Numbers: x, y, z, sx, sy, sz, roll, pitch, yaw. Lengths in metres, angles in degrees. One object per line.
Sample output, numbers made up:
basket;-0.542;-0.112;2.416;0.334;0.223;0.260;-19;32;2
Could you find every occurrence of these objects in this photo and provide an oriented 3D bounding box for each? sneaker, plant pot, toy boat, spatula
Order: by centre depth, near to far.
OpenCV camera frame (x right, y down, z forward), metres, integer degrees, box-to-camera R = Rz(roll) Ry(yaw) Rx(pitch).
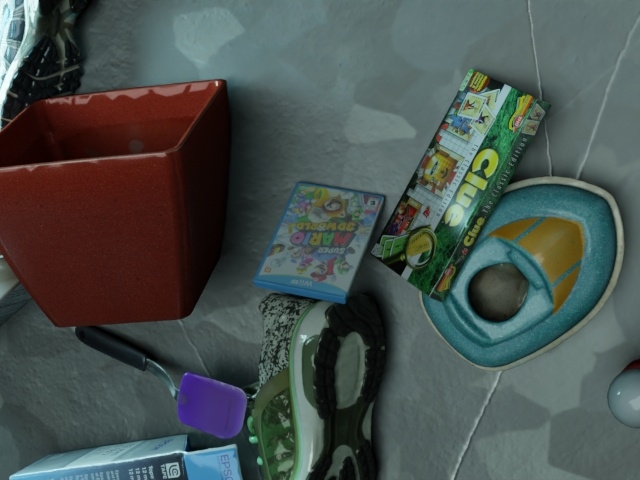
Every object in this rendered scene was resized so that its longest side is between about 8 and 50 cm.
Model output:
toy boat;0.282;0.081;1.416;0.318;0.148;0.267;45;108;8
plant pot;-0.250;-0.039;1.518;0.267;0.267;0.235;-4;115;11
sneaker;-0.032;0.247;1.573;0.182;0.158;0.410;20;105;44
sneaker;-0.387;-0.278;1.630;0.122;0.110;0.283;32;110;36
spatula;-0.222;0.179;1.632;0.296;0.030;0.084;25;119;30

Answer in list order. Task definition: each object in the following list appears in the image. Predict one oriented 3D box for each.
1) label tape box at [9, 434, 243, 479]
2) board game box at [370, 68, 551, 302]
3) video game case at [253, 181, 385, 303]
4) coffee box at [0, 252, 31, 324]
label tape box;-0.225;0.401;1.641;0.348;0.115;0.249;-12;93;20
board game box;0.162;-0.068;1.440;0.136;0.030;0.259;36;101;51
video game case;0.000;0.000;1.507;0.119;0.166;0.015;11;143;17
coffee box;-0.490;0.038;1.681;0.297;0.119;0.168;-40;83;19
